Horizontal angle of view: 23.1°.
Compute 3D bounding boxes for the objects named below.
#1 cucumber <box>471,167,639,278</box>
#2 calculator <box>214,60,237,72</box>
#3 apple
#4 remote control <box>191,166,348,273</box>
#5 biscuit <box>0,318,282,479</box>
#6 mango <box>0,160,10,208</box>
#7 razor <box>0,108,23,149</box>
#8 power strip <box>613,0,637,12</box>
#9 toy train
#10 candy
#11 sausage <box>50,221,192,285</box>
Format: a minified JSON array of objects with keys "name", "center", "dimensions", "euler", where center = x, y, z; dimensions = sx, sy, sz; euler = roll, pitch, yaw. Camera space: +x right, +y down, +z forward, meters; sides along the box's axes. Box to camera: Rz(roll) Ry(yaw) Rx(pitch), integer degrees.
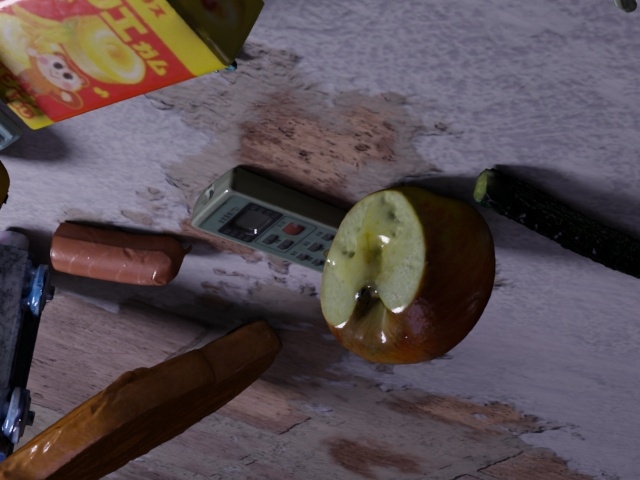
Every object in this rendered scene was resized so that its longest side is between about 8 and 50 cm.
[{"name":"cucumber","center":[0.267,-0.009,1.631],"dimensions":[0.256,0.043,0.044],"euler":[23,158,-23]},{"name":"calculator","center":[-0.134,-0.196,1.461],"dimensions":[0.094,0.019,0.141],"euler":[-7,148,31]},{"name":"apple","center":[0.098,0.042,1.663],"dimensions":[0.160,0.173,0.195],"euler":[33,145,-27]},{"name":"remote control","center":[0.000,0.000,1.782],"dimensions":[0.285,0.038,0.123],"euler":[23,153,-20]},{"name":"biscuit","center":[-0.255,0.240,2.042],"dimensions":[0.078,0.455,0.350],"euler":[54,132,12]},{"name":"mango","center":[-0.455,-0.098,1.709],"dimensions":[0.138,0.113,0.253],"euler":[-10,143,45]},{"name":"razor","center":[-0.388,-0.164,1.527],"dimensions":[0.278,0.056,0.111],"euler":[23,161,50]},{"name":"power strip","center":[0.241,-0.246,1.137],"dimensions":[0.093,0.053,0.288],"euler":[7,153,11]},{"name":"toy train","center":[-0.415,0.147,1.998],"dimensions":[0.131,0.300,0.202],"euler":[12,163,-9]},{"name":"candy","center":[-0.199,-0.196,1.383],"dimensions":[0.276,0.088,0.146],"euler":[-13,130,43]},{"name":"sausage","center":[-0.241,0.018,1.915],"dimensions":[0.169,0.065,0.065],"euler":[9,155,10]}]
